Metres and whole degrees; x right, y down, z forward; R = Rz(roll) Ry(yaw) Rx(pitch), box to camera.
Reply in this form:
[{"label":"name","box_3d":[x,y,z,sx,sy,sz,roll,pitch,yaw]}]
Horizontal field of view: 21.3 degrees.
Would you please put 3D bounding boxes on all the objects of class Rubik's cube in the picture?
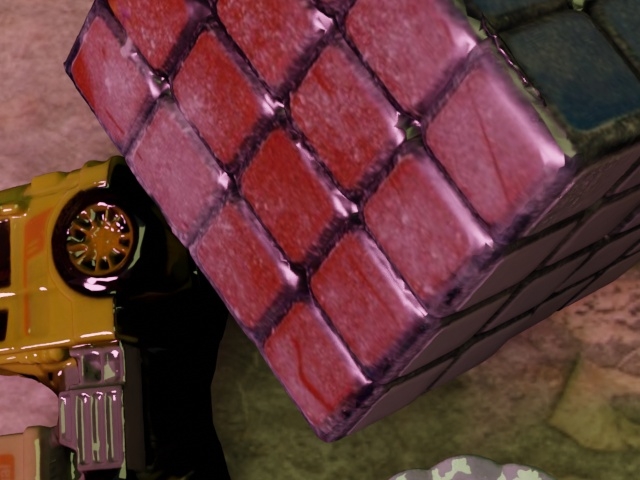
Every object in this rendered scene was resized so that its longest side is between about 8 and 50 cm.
[{"label":"Rubik's cube","box_3d":[0.092,-0.128,1.119,0.337,0.344,0.344,-22,72,-38]}]

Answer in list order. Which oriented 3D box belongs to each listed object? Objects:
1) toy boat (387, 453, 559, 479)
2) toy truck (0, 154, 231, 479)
[{"label":"toy boat","box_3d":[0.147,0.273,1.203,0.290,0.100,0.199,27,81,10]},{"label":"toy truck","box_3d":[-0.178,0.155,1.212,0.254,0.180,0.405,-6,79,15]}]
